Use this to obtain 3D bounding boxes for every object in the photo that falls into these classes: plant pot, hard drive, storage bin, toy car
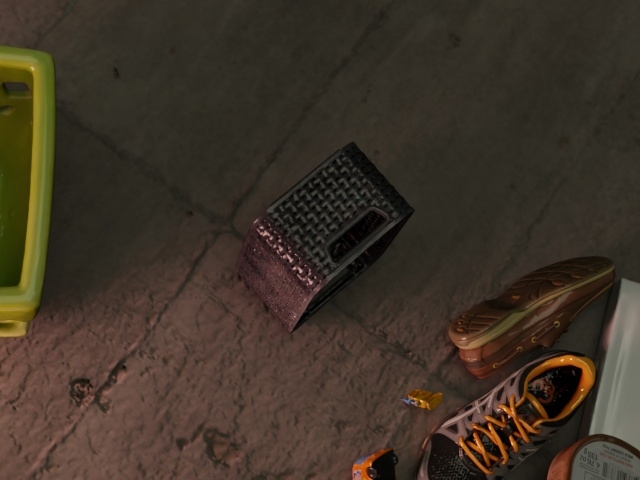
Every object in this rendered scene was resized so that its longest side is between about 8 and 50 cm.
[{"bbox_3d":[-0.343,-0.030,1.237,0.227,0.207,0.228,3,74,-9],"label":"plant pot"},{"bbox_3d":[0.409,0.177,1.386,0.307,0.040,0.203,18,72,-4],"label":"hard drive"},{"bbox_3d":[0.000,0.000,1.297,0.122,0.180,0.084,-40,84,-17],"label":"storage bin"},{"bbox_3d":[0.070,0.194,1.340,0.040,0.060,0.122,12,44,39],"label":"toy car"}]

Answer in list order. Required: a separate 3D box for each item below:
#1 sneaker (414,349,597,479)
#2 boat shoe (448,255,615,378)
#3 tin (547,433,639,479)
[{"bbox_3d":[0.171,0.170,1.328,0.215,0.083,0.084,-42,86,-16],"label":"sneaker"},{"bbox_3d":[0.207,0.072,1.379,0.178,0.064,0.060,-28,111,-14],"label":"boat shoe"},{"bbox_3d":[0.247,0.259,1.269,0.106,0.040,0.190,21,55,-8],"label":"tin"}]
